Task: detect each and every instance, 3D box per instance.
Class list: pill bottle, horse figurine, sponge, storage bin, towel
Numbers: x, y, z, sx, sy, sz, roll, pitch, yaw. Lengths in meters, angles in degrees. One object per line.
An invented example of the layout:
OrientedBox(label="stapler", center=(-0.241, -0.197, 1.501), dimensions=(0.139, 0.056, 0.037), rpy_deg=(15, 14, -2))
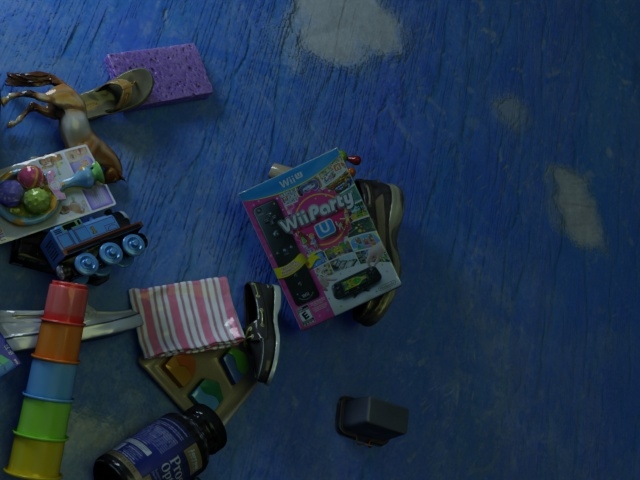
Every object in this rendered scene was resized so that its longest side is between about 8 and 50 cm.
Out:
OrientedBox(label="pill bottle", center=(-0.272, 0.374, 1.681), dimensions=(0.219, 0.123, 0.122), rpy_deg=(-30, 92, -40))
OrientedBox(label="horse figurine", center=(-0.477, -0.204, 1.780), dimensions=(0.175, 0.066, 0.263), rpy_deg=(-26, 95, -30))
OrientedBox(label="sponge", center=(-0.325, -0.331, 1.965), dimensions=(0.210, 0.031, 0.117), rpy_deg=(-18, 83, -38))
OrientedBox(label="storage bin", center=(0.111, 0.369, 1.986), dimensions=(0.135, 0.091, 0.098), rpy_deg=(22, 61, -27))
OrientedBox(label="towel", center=(-0.249, 0.140, 1.809), dimensions=(0.197, 0.029, 0.144), rpy_deg=(-7, 62, -26))

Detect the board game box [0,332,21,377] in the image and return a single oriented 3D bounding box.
OrientedBox(label="board game box", center=(-0.604, 0.188, 1.522), dimensions=(0.210, 0.047, 0.160), rpy_deg=(-35, 96, -22))

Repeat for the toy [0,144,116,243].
OrientedBox(label="toy", center=(-0.488, -0.090, 1.678), dimensions=(0.237, 0.056, 0.136), rpy_deg=(-20, 69, -28))

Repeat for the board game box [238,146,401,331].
OrientedBox(label="board game box", center=(0.000, 0.000, 1.953), dimensions=(0.224, 0.097, 0.303), rpy_deg=(-25, 85, 3))

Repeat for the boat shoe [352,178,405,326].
OrientedBox(label="boat shoe", center=(0.092, 0.020, 2.095), dimensions=(0.130, 0.132, 0.355), rpy_deg=(20, 53, -18))

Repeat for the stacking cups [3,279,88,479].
OrientedBox(label="stacking cups", center=(-0.440, 0.223, 1.580), dimensions=(0.096, 0.096, 0.316), rpy_deg=(12, 83, -33))

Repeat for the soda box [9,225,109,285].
OrientedBox(label="soda box", center=(-0.457, 0.029, 1.719), dimensions=(0.169, 0.053, 0.060), rpy_deg=(19, 62, -31))

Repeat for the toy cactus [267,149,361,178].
OrientedBox(label="toy cactus", center=(-0.023, -0.113, 2.068), dimensions=(0.181, 0.112, 0.218), rpy_deg=(26, 83, 1))

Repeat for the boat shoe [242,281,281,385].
OrientedBox(label="boat shoe", center=(-0.120, 0.177, 1.881), dimensions=(0.069, 0.081, 0.227), rpy_deg=(15, 46, -18))

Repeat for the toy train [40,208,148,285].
OrientedBox(label="toy train", center=(-0.390, 0.007, 1.693), dimensions=(0.184, 0.080, 0.105), rpy_deg=(-26, 82, -40))

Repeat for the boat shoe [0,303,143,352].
OrientedBox(label="boat shoe", center=(-0.428, 0.135, 1.675), dimensions=(0.258, 0.095, 0.084), rpy_deg=(-7, 82, -39))

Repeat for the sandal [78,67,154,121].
OrientedBox(label="sandal", center=(-0.397, -0.278, 1.854), dimensions=(0.180, 0.049, 0.072), rpy_deg=(-26, 88, -22))

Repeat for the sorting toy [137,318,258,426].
OrientedBox(label="sorting toy", center=(-0.215, 0.233, 1.831), dimensions=(0.208, 0.038, 0.193), rpy_deg=(48, 52, -12))

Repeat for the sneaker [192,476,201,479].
OrientedBox(label="sneaker", center=(-0.268, 0.494, 1.668), dimensions=(0.211, 0.080, 0.081), rpy_deg=(-32, 90, -38))
